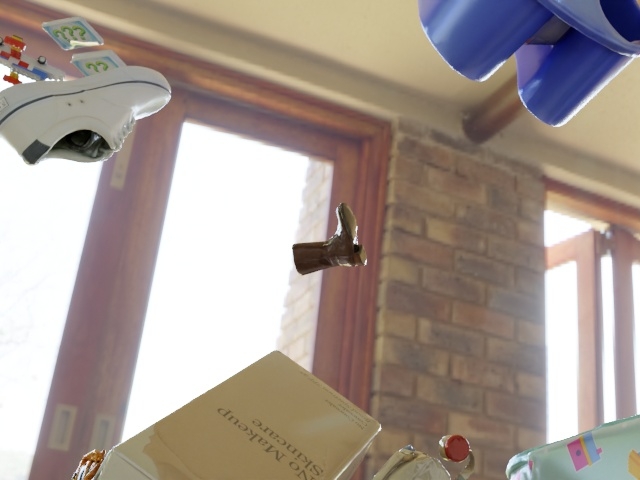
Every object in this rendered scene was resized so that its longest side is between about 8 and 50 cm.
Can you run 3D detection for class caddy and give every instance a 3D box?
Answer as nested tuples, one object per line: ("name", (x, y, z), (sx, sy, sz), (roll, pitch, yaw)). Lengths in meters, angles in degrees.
("caddy", (0.250, -0.296, 1.028), (0.241, 0.341, 0.179), (24, -52, -18))

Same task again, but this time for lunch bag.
("lunch bag", (0.329, 0.247, 0.854), (0.224, 0.107, 0.279), (23, -38, -32))

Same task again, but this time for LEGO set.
("LEGO set", (-0.376, -0.226, 1.268), (0.244, 0.060, 0.182), (1, -30, 31))

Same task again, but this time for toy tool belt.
("toy tool belt", (0.065, 0.168, 0.637), (0.052, 0.083, 0.051), (51, -22, -8))

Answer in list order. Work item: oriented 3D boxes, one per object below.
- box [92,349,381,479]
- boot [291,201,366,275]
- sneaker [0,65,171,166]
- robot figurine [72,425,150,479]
("box", (-0.073, 0.217, 0.796), (0.148, 0.121, 0.311), (34, 17, 12))
("boot", (0.000, 0.000, 1.309), (0.114, 0.037, 0.106), (-7, -66, 25))
("sneaker", (-0.259, -0.134, 1.025), (0.094, 0.091, 0.258), (-36, -6, 37))
("robot figurine", (-0.231, 0.315, 1.126), (0.291, 0.211, 0.085), (-23, -54, 38))
